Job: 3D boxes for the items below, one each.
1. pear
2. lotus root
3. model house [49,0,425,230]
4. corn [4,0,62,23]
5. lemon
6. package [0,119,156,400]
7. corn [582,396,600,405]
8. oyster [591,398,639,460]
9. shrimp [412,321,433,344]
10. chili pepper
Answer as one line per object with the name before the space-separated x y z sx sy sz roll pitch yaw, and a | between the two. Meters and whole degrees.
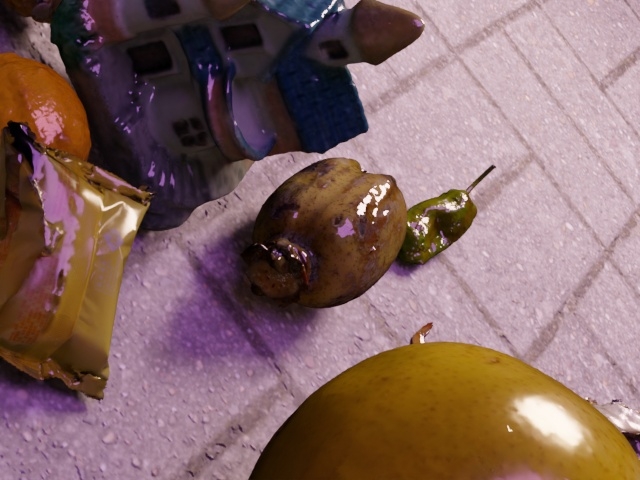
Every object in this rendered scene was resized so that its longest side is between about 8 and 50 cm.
pear | 0.100 0.267 1.061 0.418 0.362 0.362 -13 71 -42
lotus root | -0.001 0.002 1.355 0.154 0.154 0.278 51 35 -2
model house | -0.058 -0.173 1.215 0.194 0.325 0.267 -59 136 -52
corn | -0.344 -0.401 1.316 0.144 0.144 0.387 -10 66 -51
lemon | -0.281 -0.112 1.164 0.114 0.114 0.155 -7 59 -50
package | -0.238 0.023 1.093 0.168 0.090 0.226 25 68 -39
corn | 0.356 0.337 1.507 0.106 0.106 0.293 6 60 -45
oyster | 0.275 0.236 1.417 0.341 0.166 0.110 31 19 -5
shrimp | 0.156 0.138 1.512 0.114 0.023 0.083 -2 59 -44
chili pepper | 0.160 -0.026 1.612 0.204 0.073 0.072 -32 104 -43
